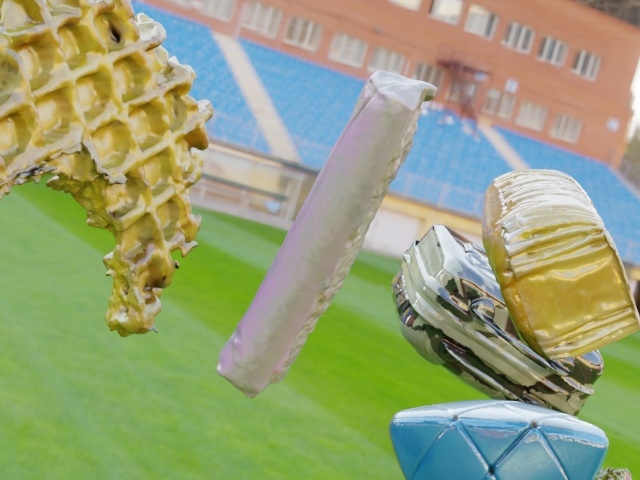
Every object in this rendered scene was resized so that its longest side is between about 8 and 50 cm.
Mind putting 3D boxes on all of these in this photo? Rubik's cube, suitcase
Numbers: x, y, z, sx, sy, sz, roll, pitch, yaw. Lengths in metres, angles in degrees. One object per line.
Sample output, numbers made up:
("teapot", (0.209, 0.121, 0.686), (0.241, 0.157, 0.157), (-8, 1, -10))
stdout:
("Rubik's cube", (0.173, 0.288, 1.224), (0.254, 0.254, 0.254), (16, 2, -1))
("suitcase", (0.277, 0.153, 1.703), (0.352, 0.194, 0.339), (33, 15, -11))

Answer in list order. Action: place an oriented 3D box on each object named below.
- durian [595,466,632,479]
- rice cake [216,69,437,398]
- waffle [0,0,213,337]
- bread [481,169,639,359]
("durian", (0.397, 0.383, 1.421), (0.119, 0.186, 0.108), (-19, -32, 4))
("rice cake", (0.000, 0.000, 0.744), (0.055, 0.270, 0.049), (36, 25, 14))
("waffle", (-0.179, -0.082, 0.836), (0.069, 0.259, 0.293), (1, -24, 33))
("bread", (0.234, 0.014, 1.069), (0.119, 0.152, 0.288), (-19, 12, 10))
